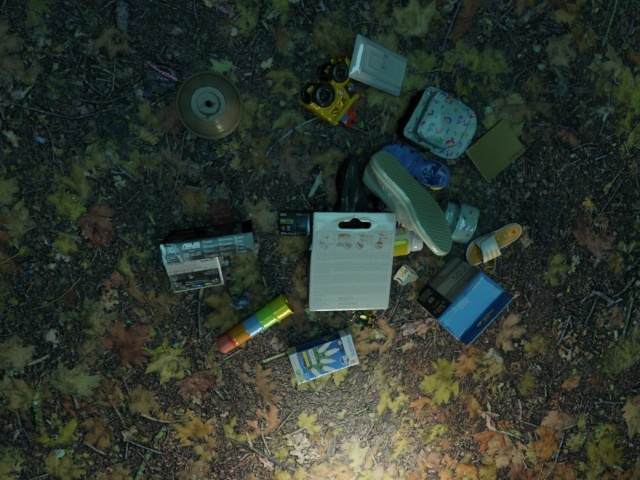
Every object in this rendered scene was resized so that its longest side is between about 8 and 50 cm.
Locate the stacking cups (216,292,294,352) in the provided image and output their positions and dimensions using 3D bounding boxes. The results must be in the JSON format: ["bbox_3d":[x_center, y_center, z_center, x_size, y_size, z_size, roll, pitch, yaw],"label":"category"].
[{"bbox_3d":[-0.255,0.332,1.870,0.316,0.096,0.096,-36,104,0],"label":"stacking cups"}]

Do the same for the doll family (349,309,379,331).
[{"bbox_3d":[0.200,0.271,1.940,0.111,0.076,0.193,28,93,-8],"label":"doll family"}]

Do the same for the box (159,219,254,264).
[{"bbox_3d":[-0.390,0.002,1.707,0.307,0.242,0.076,-8,103,-6],"label":"box"}]

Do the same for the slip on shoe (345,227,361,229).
[{"bbox_3d":[0.097,-0.022,1.879,0.135,0.041,0.051,-9,103,-7],"label":"slip on shoe"}]

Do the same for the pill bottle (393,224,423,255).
[{"bbox_3d":[0.283,0.003,1.873,0.208,0.119,0.119,-7,102,-7],"label":"pill bottle"}]

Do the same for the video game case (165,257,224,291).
[{"bbox_3d":[-0.466,0.115,1.789,0.190,0.022,0.173,-9,133,-7],"label":"video game case"}]

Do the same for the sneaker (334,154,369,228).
[{"bbox_3d":[0.124,-0.180,1.830,0.130,0.109,0.286,0,111,-15],"label":"sneaker"}]

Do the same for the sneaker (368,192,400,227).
[{"bbox_3d":[0.240,-0.116,1.846,0.075,0.063,0.170,-27,80,-15],"label":"sneaker"}]

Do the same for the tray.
[{"bbox_3d":[0.217,-0.617,1.714,0.270,0.030,0.145,5,101,-41],"label":"tray"}]

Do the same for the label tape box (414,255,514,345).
[{"bbox_3d":[0.532,0.219,1.837,0.115,0.348,0.249,41,93,-14],"label":"label tape box"}]

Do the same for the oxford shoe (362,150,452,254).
[{"bbox_3d":[0.316,-0.127,1.768,0.449,0.130,0.169,49,47,-3],"label":"oxford shoe"}]

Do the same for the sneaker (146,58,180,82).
[{"bbox_3d":[-0.539,-0.598,1.666,0.119,0.047,0.057,26,90,-20],"label":"sneaker"}]

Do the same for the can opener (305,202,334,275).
[{"bbox_3d":[0.000,0.000,1.844,0.074,0.093,0.280,10,101,2],"label":"can opener"}]

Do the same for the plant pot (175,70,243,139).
[{"bbox_3d":[-0.388,-0.472,1.679,0.237,0.110,0.237,-1,101,-7],"label":"plant pot"}]

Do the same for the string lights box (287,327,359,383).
[{"bbox_3d":[0.010,0.464,1.947,0.259,0.077,0.133,-18,102,-5],"label":"string lights box"}]

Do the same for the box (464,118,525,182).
[{"bbox_3d":[0.691,-0.355,1.912,0.201,0.021,0.164,-40,104,1],"label":"box"}]

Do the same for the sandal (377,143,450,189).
[{"bbox_3d":[0.365,-0.279,1.820,0.317,0.138,0.126,16,100,-10],"label":"sandal"}]

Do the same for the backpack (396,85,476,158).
[{"bbox_3d":[0.444,-0.424,1.784,0.253,0.191,0.225,27,95,-18],"label":"backpack"}]

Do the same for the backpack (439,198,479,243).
[{"bbox_3d":[0.522,-0.075,1.857,0.144,0.188,0.166,18,99,-13],"label":"backpack"}]

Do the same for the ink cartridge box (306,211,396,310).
[{"bbox_3d":[0.109,0.072,1.788,0.308,0.091,0.385,0,108,-8],"label":"ink cartridge box"}]

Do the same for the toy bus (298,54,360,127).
[{"bbox_3d":[0.064,-0.516,1.730,0.211,0.149,0.220,36,92,-27],"label":"toy bus"}]

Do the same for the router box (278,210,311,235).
[{"bbox_3d":[-0.096,-0.065,1.827,0.122,0.038,0.092,1,101,7],"label":"router box"}]

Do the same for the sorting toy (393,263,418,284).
[{"bbox_3d":[0.338,0.141,1.952,0.083,0.045,0.075,38,101,-14],"label":"sorting toy"}]

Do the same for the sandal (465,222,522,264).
[{"bbox_3d":[0.714,0.010,1.962,0.265,0.076,0.102,-32,104,-1],"label":"sandal"}]
